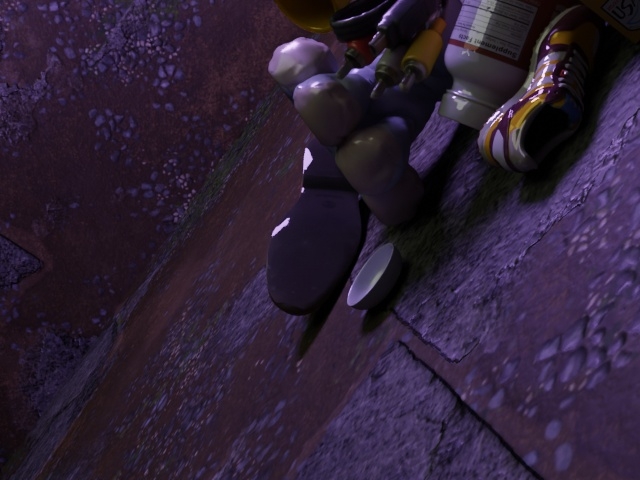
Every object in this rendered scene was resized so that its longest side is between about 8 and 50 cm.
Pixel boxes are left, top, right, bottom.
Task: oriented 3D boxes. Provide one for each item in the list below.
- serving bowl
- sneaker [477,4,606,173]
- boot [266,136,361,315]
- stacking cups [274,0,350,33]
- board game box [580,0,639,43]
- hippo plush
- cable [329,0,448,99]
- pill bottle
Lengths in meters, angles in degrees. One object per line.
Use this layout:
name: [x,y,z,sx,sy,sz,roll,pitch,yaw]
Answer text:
serving bowl: [0.065,0.044,1.359,0.083,0.027,0.083,-50,13,17]
sneaker: [0.230,-0.142,1.174,0.185,0.070,0.084,-58,27,-4]
boot: [0.000,0.000,1.627,0.115,0.112,0.305,95,-172,-46]
stacking cups: [0.062,-0.382,1.446,0.316,0.096,0.096,-55,11,-26]
board game box: [0.243,-0.359,1.085,0.242,0.317,0.064,-47,15,33]
hippo plush: [0.111,-0.167,1.466,0.237,0.234,0.294,-37,-28,4]
cable: [0.122,-0.265,1.356,0.139,0.072,0.287,21,55,40]
pill bottle: [0.200,-0.214,1.260,0.121,0.121,0.216,-121,51,-76]
